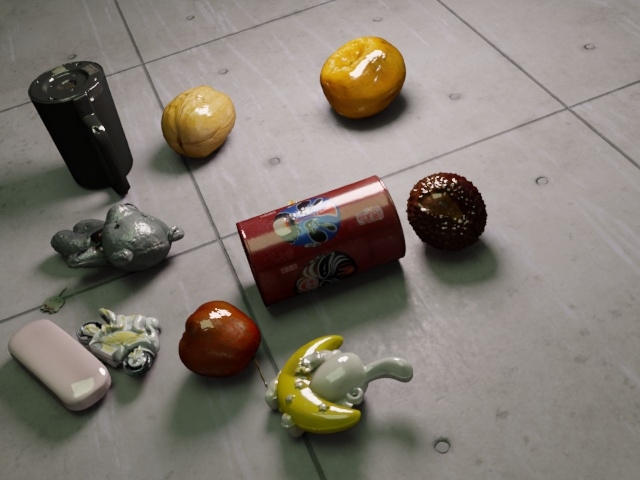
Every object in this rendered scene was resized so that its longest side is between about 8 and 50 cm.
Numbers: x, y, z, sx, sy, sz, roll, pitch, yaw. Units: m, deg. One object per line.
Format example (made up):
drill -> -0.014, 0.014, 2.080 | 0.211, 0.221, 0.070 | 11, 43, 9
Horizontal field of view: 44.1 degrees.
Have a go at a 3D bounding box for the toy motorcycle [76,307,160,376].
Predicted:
toy motorcycle -> -0.428, 0.213, 1.743 | 0.229, 0.074, 0.151 | 23, 51, 34

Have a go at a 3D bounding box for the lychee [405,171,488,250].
lychee -> 0.282, -0.066, 1.802 | 0.188, 0.188, 0.188 | -7, 43, 6

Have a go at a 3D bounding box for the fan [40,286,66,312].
fan -> -0.639, 0.143, 1.915 | 0.056, 0.004, 0.083 | 8, 46, 21

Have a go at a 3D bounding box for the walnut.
walnut -> -0.341, -0.337, 2.221 | 0.193, 0.193, 0.225 | 16, 50, 27

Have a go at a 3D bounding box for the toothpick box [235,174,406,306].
toothpick box -> 0.000, 0.000, 1.770 | 0.334, 0.204, 0.204 | -20, 43, -8

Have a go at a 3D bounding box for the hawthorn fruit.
hawthorn fruit -> -0.185, 0.217, 1.636 | 0.204, 0.162, 0.162 | 17, 49, 8

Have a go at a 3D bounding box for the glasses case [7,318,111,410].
glasses case -> -0.570, 0.266, 1.718 | 0.297, 0.075, 0.113 | 29, 56, 35

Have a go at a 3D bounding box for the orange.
orange -> 0.128, -0.445, 2.228 | 0.249, 0.183, 0.249 | -21, 41, 19

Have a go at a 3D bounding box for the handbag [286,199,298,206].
handbag -> -0.074, -0.054, 1.949 | 0.027, 0.061, 0.083 | 11, 46, 18

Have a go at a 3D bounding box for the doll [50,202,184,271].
doll -> -0.522, -0.019, 1.947 | 0.341, 0.158, 0.246 | 16, 38, 31

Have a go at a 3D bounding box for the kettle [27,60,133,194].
kettle -> -0.617, -0.304, 2.160 | 0.262, 0.308, 0.203 | 12, 48, 25

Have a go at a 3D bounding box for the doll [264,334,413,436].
doll -> 0.021, 0.282, 1.539 | 0.252, 0.111, 0.237 | -35, 32, -21
